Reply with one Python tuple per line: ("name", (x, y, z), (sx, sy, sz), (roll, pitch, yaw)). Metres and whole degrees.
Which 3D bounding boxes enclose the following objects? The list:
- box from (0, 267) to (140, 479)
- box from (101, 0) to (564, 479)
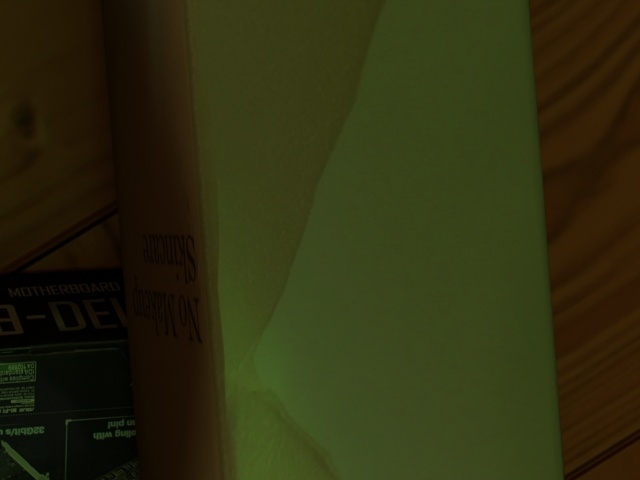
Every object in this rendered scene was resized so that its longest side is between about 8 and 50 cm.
("box", (-0.088, 0.135, 0.792), (0.307, 0.076, 0.242), (-4, 115, -18))
("box", (0.000, 0.000, 0.661), (0.121, 0.148, 0.311), (-5, 90, -17))
